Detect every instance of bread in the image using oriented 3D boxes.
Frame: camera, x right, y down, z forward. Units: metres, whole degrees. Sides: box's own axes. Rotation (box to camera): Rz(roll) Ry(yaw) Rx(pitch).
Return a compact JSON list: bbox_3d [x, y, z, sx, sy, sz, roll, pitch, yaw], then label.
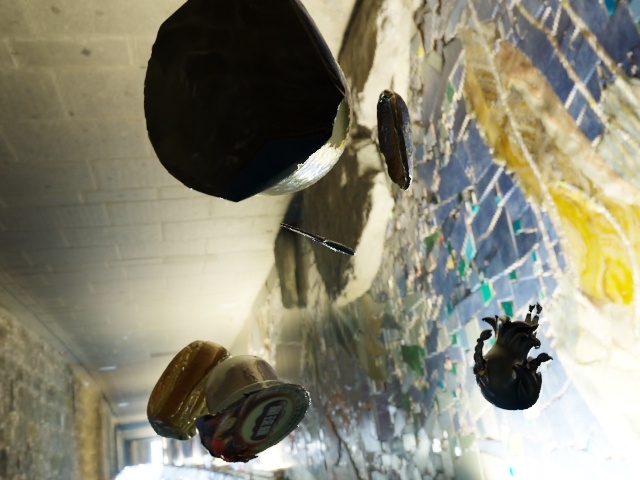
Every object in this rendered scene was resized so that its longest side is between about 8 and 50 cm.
[{"bbox_3d":[-0.301,0.340,1.545,0.139,0.236,0.106,13,143,24],"label":"bread"}]

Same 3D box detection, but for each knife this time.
[{"bbox_3d":[0.000,0.000,1.511,0.247,0.018,0.035,21,179,-44],"label":"knife"}]

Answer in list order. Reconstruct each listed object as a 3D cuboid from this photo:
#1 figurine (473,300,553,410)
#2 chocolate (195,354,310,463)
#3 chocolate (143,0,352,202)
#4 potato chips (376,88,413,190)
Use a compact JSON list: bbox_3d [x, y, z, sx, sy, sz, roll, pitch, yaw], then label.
[{"bbox_3d":[0.486,0.299,1.706,0.196,0.265,0.175,-10,171,15],"label":"figurine"},{"bbox_3d":[-0.143,0.286,1.208,0.221,0.147,0.221,-25,139,-24],"label":"chocolate"},{"bbox_3d":[-0.086,-0.231,1.103,0.326,0.314,0.297,-35,169,24],"label":"chocolate"},{"bbox_3d":[0.142,-0.183,1.212,0.049,0.150,0.202,-11,130,-5],"label":"potato chips"}]
